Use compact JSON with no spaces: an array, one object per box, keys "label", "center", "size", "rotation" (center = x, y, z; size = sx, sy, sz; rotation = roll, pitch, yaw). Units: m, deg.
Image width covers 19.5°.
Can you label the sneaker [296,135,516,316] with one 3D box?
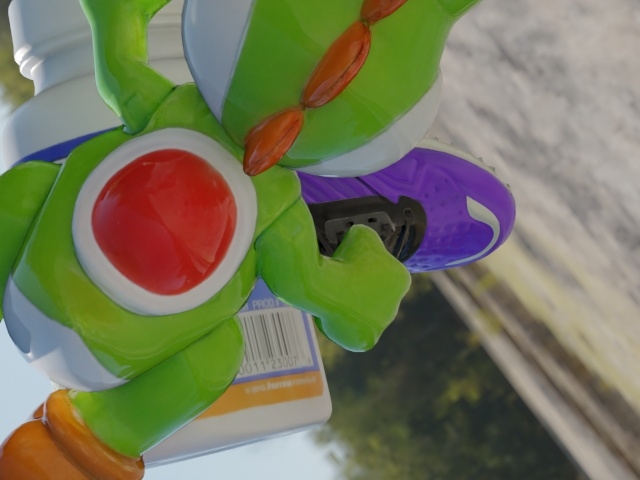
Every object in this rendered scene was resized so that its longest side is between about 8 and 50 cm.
[{"label":"sneaker","center":[-0.001,0.001,1.222],"size":[0.293,0.102,0.146],"rotation":[6,-145,-19]}]

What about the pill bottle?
[{"label":"pill bottle","center":[-0.095,-0.012,1.051],"size":[0.152,0.152,0.272],"rotation":[45,-149,-82]}]

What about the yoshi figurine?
[{"label":"yoshi figurine","center":[-0.045,-0.047,0.856],"size":[0.203,0.362,0.203],"rotation":[21,-151,-48]}]
